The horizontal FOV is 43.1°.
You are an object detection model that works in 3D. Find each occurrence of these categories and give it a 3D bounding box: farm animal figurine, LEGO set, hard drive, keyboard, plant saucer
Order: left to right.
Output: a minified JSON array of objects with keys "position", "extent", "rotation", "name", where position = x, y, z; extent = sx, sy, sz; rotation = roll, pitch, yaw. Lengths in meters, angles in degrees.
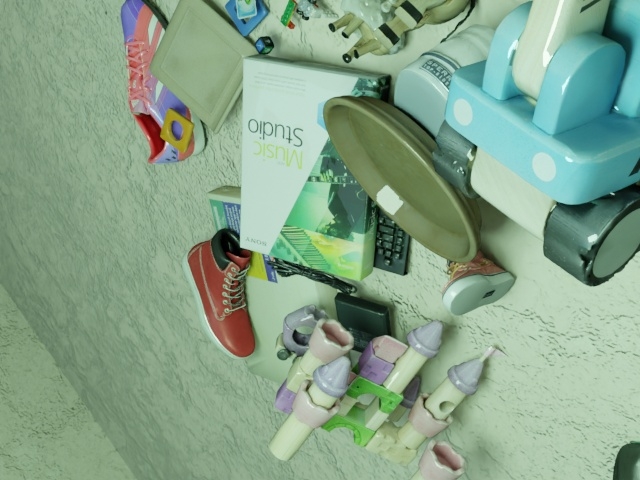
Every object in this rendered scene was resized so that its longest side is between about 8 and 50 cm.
[{"position":[-0.064,-0.414,1.240],"extent":[0.182,0.060,0.244],"rotation":[5,105,47],"name":"LEGO set"},{"position":[0.000,0.000,1.354],"extent":[0.317,0.033,0.202],"rotation":[17,122,26],"name":"keyboard"},{"position":[0.075,0.149,1.383],"extent":[0.094,0.022,0.135],"rotation":[16,143,23],"name":"hard drive"},{"position":[0.086,-0.391,0.975],"extent":[0.327,0.172,0.330],"rotation":[54,159,-20],"name":"farm animal figurine"},{"position":[0.110,-0.084,1.049],"extent":[0.278,0.041,0.278],"rotation":[45,170,10],"name":"plant saucer"}]

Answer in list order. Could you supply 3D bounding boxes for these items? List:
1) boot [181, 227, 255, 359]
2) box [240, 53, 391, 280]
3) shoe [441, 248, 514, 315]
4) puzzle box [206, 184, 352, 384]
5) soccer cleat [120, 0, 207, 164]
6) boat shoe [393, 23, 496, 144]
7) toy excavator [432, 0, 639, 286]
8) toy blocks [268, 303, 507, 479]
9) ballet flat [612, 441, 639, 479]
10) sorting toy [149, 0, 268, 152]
[{"position":[-0.166,0.105,1.544],"extent":[0.176,0.088,0.244],"rotation":[-26,88,51],"name":"boot"},{"position":[-0.017,-0.114,1.269],"extent":[0.232,0.058,0.322],"rotation":[15,116,26],"name":"box"},{"position":[0.197,0.050,1.117],"extent":[0.081,0.178,0.063],"rotation":[45,117,25],"name":"shoe"},{"position":[-0.075,0.101,1.548],"extent":[0.272,0.052,0.409],"rotation":[12,120,45],"name":"puzzle box"},{"position":[-0.319,-0.299,1.525],"extent":[0.108,0.116,0.318],"rotation":[-3,110,50],"name":"soccer cleat"},{"position":[0.166,-0.173,1.051],"extent":[0.136,0.156,0.367],"rotation":[46,169,12],"name":"boat shoe"},{"position":[0.229,-0.185,0.716],"extent":[0.222,0.432,0.445],"rotation":[44,143,39],"name":"toy excavator"},{"position":[0.098,0.201,1.265],"extent":[0.288,0.309,0.260],"rotation":[27,114,-13],"name":"toy blocks"},{"position":[0.448,0.419,1.116],"extent":[0.095,0.096,0.281],"rotation":[2,113,48],"name":"ballet flat"},{"position":[-0.200,-0.312,1.415],"extent":[0.196,0.047,0.348],"rotation":[46,126,13],"name":"sorting toy"}]
